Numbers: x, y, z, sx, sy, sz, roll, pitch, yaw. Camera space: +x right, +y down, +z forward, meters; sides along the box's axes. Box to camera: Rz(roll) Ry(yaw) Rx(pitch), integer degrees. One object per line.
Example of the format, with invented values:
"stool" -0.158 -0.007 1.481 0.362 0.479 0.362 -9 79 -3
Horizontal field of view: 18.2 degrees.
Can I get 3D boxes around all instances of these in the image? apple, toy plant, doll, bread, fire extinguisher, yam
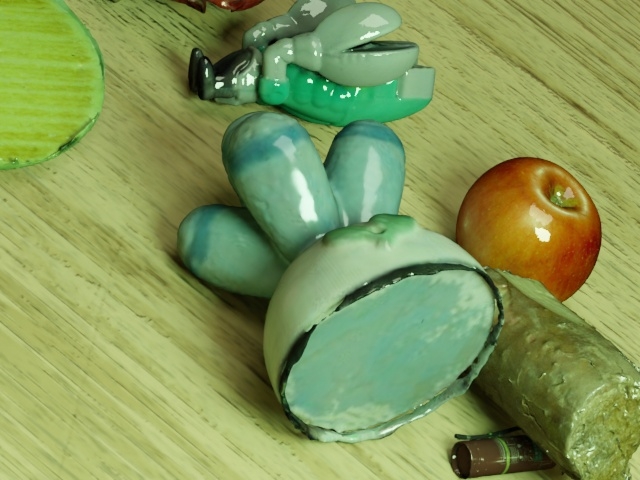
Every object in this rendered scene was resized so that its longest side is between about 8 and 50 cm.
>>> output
"apple" 0.219 -0.009 2.089 0.163 0.139 0.163 15 43 -14
"toy plant" 0.000 0.000 1.916 0.247 0.247 0.332 -4 45 -32
"doll" 0.004 -0.193 2.130 0.195 0.153 0.258 26 28 39
"bread" -0.354 -0.176 1.995 0.301 0.045 0.301 14 46 -15
"fire extinguisher" 0.189 0.207 1.941 0.132 0.039 0.056 -3 60 -31
"yam" 0.220 0.128 1.921 0.129 0.128 0.238 -19 40 -22

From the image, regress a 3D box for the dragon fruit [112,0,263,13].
"dragon fruit" -0.151 -0.318 2.190 0.205 0.152 0.317 -11 23 15
